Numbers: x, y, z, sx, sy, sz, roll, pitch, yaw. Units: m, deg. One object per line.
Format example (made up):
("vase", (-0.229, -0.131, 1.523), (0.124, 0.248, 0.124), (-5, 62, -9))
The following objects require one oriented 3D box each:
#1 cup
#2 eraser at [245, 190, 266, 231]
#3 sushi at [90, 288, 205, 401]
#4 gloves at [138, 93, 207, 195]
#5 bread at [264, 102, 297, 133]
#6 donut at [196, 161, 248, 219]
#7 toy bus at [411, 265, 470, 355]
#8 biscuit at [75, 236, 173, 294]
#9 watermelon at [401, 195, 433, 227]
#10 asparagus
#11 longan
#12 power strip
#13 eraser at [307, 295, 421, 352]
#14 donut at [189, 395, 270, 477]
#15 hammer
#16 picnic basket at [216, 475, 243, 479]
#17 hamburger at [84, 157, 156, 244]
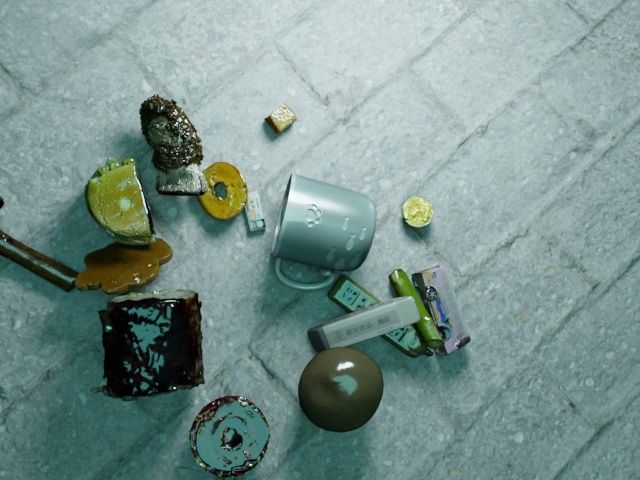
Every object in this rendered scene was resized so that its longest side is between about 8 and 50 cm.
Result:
("cup", (0.000, 0.000, 1.824), (0.274, 0.259, 0.356), (13, 113, -7))
("eraser", (-0.209, -0.090, 1.893), (0.052, 0.029, 0.122), (-13, 86, -9))
("sushi", (-0.467, 0.285, 1.684), (0.281, 0.299, 0.294), (-3, 86, 7))
("gloves", (-0.443, -0.282, 1.803), (0.135, 0.210, 0.312), (-19, 112, -38))
("bread", (-0.126, -0.386, 1.916), (0.083, 0.077, 0.070), (-38, 102, -10))
("donut", (-0.297, -0.149, 1.858), (0.162, 0.065, 0.178), (-26, 84, 8))
("toy bus", (0.382, 0.220, 1.915), (0.112, 0.090, 0.274), (-17, 88, -18))
("biscuit", (-0.570, 0.078, 1.755), (0.290, 0.041, 0.208), (-27, 46, -30))
("watermelon", (0.310, -0.089, 1.950), (0.105, 0.062, 0.105), (1, 77, -4))
("asparagus", (0.296, 0.214, 1.882), (0.060, 0.067, 0.277), (-22, 69, -18))
("longan", (0.057, 0.432, 1.760), (0.258, 0.258, 0.258), (1, 84, -8))
("power strip", (0.199, 0.252, 1.898), (0.387, 0.066, 0.092), (36, 83, -4))
("eraser", (0.129, 0.257, 1.840), (0.352, 0.061, 0.089), (-21, 98, 8))
("donut", (-0.265, 0.577, 1.773), (0.235, 0.089, 0.235), (2, 74, -7))
("hammer", (-0.894, 0.035, 1.765), (0.409, 0.095, 0.242), (31, 81, -9))
("picnic basket", (-0.268, 0.715, 1.774), (0.083, 0.083, 0.065), (-25, 93, -7))
("hamburger", (-0.593, -0.109, 1.763), (0.192, 0.167, 0.288), (-16, 79, -5))
